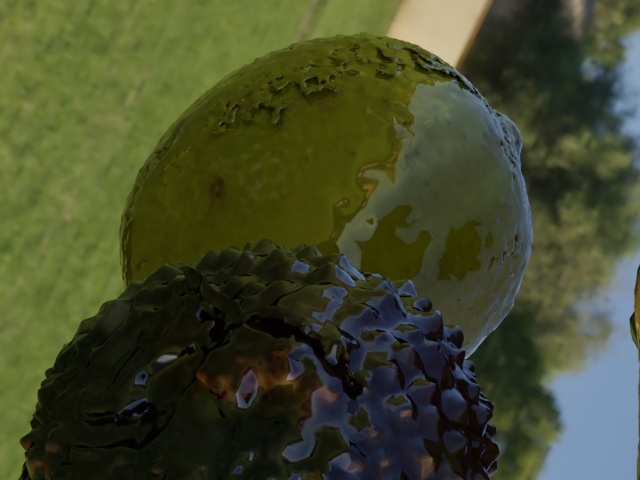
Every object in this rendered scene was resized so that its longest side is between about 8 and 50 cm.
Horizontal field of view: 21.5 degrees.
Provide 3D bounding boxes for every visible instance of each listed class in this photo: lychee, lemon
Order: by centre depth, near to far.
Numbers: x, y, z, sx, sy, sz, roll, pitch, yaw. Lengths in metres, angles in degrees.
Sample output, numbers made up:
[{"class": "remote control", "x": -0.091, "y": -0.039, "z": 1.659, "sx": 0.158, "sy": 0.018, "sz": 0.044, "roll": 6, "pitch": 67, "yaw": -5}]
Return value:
[{"class": "lychee", "x": -0.020, "y": 0.090, "z": 0.650, "sx": 0.188, "sy": 0.188, "sz": 0.188, "roll": -155, "pitch": -90, "yaw": -88}, {"class": "lemon", "x": 0.000, "y": 0.000, "z": 1.136, "sx": 0.310, "sy": 0.258, "sz": 0.258, "roll": -40, "pitch": -178, "yaw": -2}]

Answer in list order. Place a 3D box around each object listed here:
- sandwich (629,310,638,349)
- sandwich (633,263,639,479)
[{"class": "sandwich", "x": 0.289, "y": 0.087, "z": 1.009, "sx": 0.094, "sy": 0.258, "sz": 0.096, "roll": -52, "pitch": -143, "yaw": 13}, {"class": "sandwich", "x": 0.245, "y": 0.091, "z": 0.716, "sx": 0.087, "sy": 0.226, "sz": 0.251, "roll": -69, "pitch": 159, "yaw": -77}]
